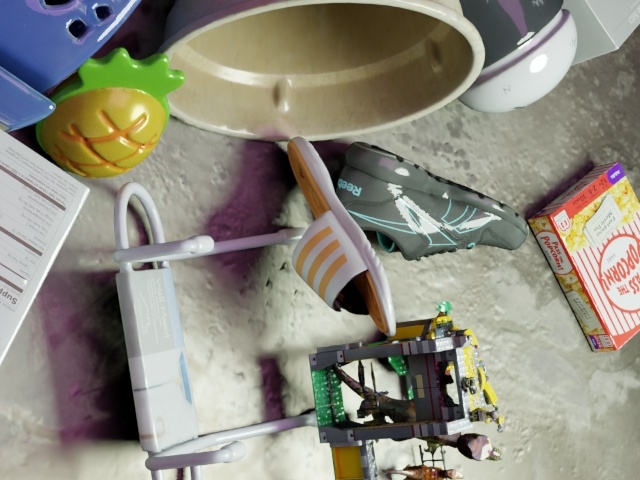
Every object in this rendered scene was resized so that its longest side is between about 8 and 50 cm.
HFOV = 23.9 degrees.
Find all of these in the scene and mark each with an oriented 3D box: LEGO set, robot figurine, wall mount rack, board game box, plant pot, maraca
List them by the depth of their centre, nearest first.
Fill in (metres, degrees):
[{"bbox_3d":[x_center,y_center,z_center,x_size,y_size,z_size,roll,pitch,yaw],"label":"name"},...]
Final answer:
[{"bbox_3d":[-0.321,-0.219,1.363,0.236,0.236,0.212,36,70,-26],"label":"plant pot"},{"bbox_3d":[-0.203,-0.125,1.459,0.127,0.185,0.099,2,59,-29],"label":"maraca"},{"bbox_3d":[-0.097,0.105,1.535,0.304,0.131,0.350,-5,85,-73],"label":"wall mount rack"},{"bbox_3d":[-0.015,-0.305,1.552,0.334,0.334,0.305,8,68,-33],"label":"plant pot"},{"bbox_3d":[0.136,0.219,1.595,0.255,0.192,0.331,10,74,-51],"label":"LEGO set"},{"bbox_3d":[0.176,-0.279,1.746,0.209,0.173,0.278,-36,105,-3],"label":"robot figurine"},{"bbox_3d":[0.358,0.021,1.898,0.147,0.045,0.193,-36,103,-33],"label":"board game box"}]

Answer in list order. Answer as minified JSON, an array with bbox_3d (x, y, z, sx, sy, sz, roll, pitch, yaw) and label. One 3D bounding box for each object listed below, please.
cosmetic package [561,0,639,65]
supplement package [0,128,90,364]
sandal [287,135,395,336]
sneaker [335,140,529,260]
[{"bbox_3d":[0.304,-0.349,1.883,0.238,0.107,0.127,51,56,-14],"label":"cosmetic package"},{"bbox_3d":[-0.372,0.027,1.305,0.198,0.199,0.262,35,65,-26],"label":"supplement package"},{"bbox_3d":[0.001,0.006,1.584,0.076,0.102,0.265,-23,54,-9],"label":"sandal"},{"bbox_3d":[0.121,-0.027,1.731,0.267,0.101,0.106,20,94,-31],"label":"sneaker"}]
